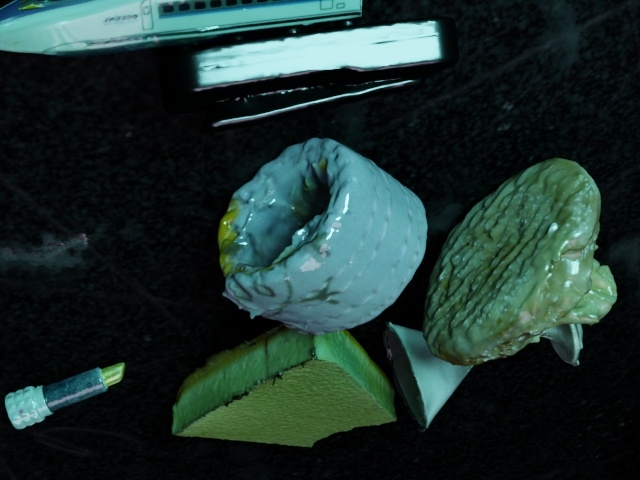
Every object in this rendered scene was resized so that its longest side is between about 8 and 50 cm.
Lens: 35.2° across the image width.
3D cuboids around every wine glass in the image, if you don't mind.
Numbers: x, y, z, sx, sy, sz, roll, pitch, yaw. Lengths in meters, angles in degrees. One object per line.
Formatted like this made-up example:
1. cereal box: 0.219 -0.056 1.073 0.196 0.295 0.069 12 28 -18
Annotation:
1. wine glass: 0.165 0.110 1.024 0.183 0.122 0.122 -19 141 -6

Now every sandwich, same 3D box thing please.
1. sandwich: 0.001 0.142 0.999 0.212 0.063 0.245 13 149 -36

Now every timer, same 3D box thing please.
1. timer: -0.012 -0.109 0.681 0.187 0.055 0.144 -9 -176 -10

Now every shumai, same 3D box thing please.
1. shumai: 0.195 0.033 0.908 0.153 0.161 0.209 24 108 -36

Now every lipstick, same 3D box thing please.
1. lipstick: -0.241 0.146 0.970 0.116 0.037 0.037 -19 141 -5

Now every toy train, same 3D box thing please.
1. toy train: -0.099 -0.157 0.646 0.252 0.055 0.048 -10 135 -12

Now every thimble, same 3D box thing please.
1. thimble: 0.002 0.000 0.814 0.151 0.127 0.118 -29 139 31
